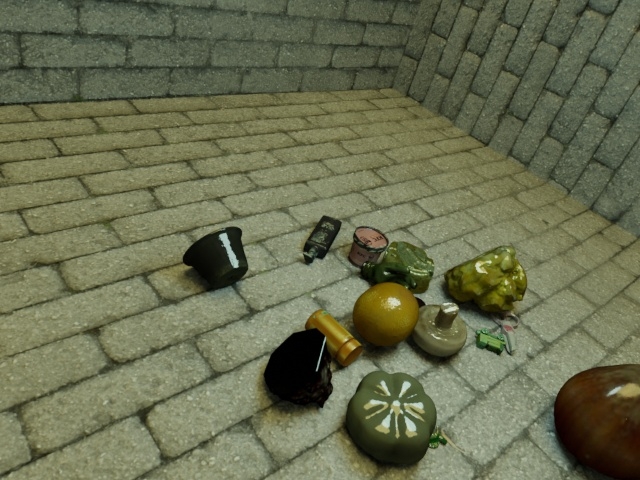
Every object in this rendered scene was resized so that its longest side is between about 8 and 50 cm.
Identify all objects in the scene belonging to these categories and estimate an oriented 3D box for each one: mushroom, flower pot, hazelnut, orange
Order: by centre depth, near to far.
[{"bbox_3d":[0.957,0.557,1.574,0.409,0.359,0.359,-8,42,-19],"label":"hazelnut"},{"bbox_3d":[0.226,0.256,1.743,0.236,0.236,0.236,12,35,-8],"label":"orange"},{"bbox_3d":[-0.348,0.074,1.775,0.235,0.235,0.148,-18,67,-40],"label":"flower pot"},{"bbox_3d":[0.428,0.297,1.783,0.207,0.215,0.207,6,43,-6],"label":"mushroom"}]

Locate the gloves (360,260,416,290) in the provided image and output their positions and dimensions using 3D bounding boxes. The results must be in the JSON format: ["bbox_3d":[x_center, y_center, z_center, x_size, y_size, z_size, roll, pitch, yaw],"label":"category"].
[{"bbox_3d":[0.270,0.145,1.964,0.107,0.135,0.268,8,9,-37],"label":"gloves"}]

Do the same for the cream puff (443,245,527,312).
[{"bbox_3d":[0.688,0.179,2.051,0.324,0.291,0.257,-17,76,-58],"label":"cream puff"}]

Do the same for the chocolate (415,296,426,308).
[{"bbox_3d":[0.328,0.253,1.915,0.149,0.080,0.125,26,35,9],"label":"chocolate"}]

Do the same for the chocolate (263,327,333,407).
[{"bbox_3d":[-0.038,0.414,1.516,0.177,0.206,0.224,53,36,-28],"label":"chocolate"}]

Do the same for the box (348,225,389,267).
[{"bbox_3d":[0.193,0.034,2.109,0.151,0.135,0.151,15,35,-11],"label":"box"}]

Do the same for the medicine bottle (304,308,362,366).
[{"bbox_3d":[0.042,0.322,1.679,0.096,0.096,0.192,-22,51,-42],"label":"medicine bottle"}]

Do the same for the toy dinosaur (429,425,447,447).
[{"bbox_3d":[0.324,0.591,1.500,0.120,0.029,0.060,-2,51,-25],"label":"toy dinosaur"}]

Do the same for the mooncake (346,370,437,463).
[{"bbox_3d":[0.206,0.503,1.458,0.275,0.135,0.275,5,38,-4],"label":"mooncake"}]

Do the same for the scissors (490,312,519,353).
[{"bbox_3d":[0.741,0.358,1.992,0.118,0.030,0.242,18,33,2],"label":"scissors"}]

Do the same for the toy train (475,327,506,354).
[{"bbox_3d":[0.646,0.381,1.906,0.122,0.050,0.081,22,39,5],"label":"toy train"}]

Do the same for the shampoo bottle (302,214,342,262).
[{"bbox_3d":[0.001,0.000,2.127,0.098,0.071,0.309,24,37,5],"label":"shampoo bottle"}]

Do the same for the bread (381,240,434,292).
[{"bbox_3d":[0.355,0.100,2.099,0.186,0.124,0.257,-4,39,-28],"label":"bread"}]
